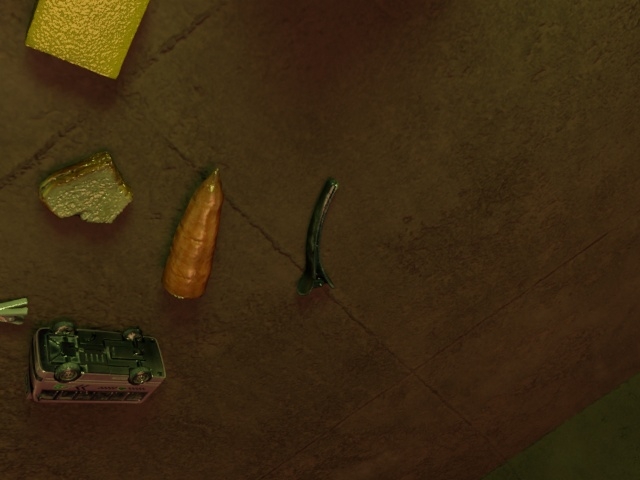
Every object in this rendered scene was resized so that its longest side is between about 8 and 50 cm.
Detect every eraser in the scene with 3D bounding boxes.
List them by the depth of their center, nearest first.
[{"bbox_3d":[-0.239,-0.244,0.581,0.097,0.045,0.122,13,122,-36],"label":"eraser"}]

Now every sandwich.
[{"bbox_3d":[-0.301,-0.059,0.719,0.105,0.035,0.093,-21,137,-10],"label":"sandwich"}]

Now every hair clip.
[{"bbox_3d":[-0.472,0.109,0.780,0.115,0.030,0.039,-3,131,-27],"label":"hair clip"},{"bbox_3d":[0.000,0.000,0.939,0.070,0.039,0.229,-10,132,-19],"label":"hair clip"}]

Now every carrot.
[{"bbox_3d":[-0.174,-0.013,0.812,0.072,0.072,0.205,6,122,-33],"label":"carrot"}]

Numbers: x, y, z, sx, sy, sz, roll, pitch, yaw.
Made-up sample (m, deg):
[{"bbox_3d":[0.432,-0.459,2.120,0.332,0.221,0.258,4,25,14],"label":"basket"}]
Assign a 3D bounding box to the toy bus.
[{"bbox_3d":[-0.357,0.200,0.883,0.199,0.096,0.108,15,124,-41],"label":"toy bus"}]
